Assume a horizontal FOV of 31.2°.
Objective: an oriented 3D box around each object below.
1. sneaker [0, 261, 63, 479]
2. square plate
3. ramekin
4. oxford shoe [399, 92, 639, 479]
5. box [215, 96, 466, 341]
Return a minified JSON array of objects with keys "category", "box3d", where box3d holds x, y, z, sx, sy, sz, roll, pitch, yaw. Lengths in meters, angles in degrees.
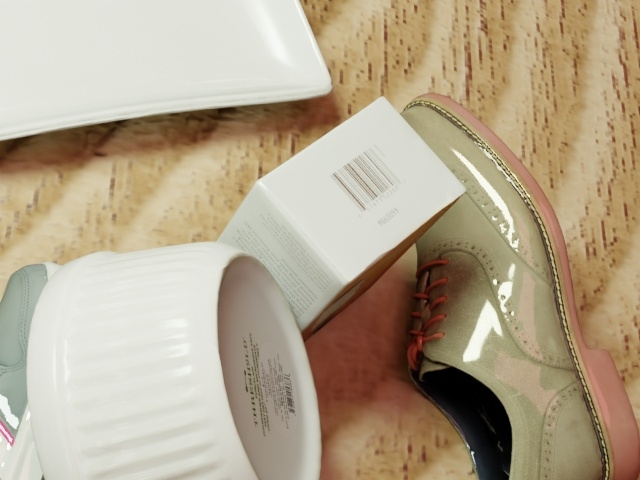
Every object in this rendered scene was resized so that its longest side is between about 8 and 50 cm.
[{"category":"sneaker","box3d":[-0.260,0.122,0.680,0.178,0.124,0.295,25,59,-22]},{"category":"square plate","box3d":[-0.200,-0.237,0.922,0.344,0.049,0.347,-12,71,-28]},{"category":"ramekin","box3d":[-0.078,0.097,0.705,0.109,0.207,0.207,-16,66,15]},{"category":"oxford shoe","box3d":[0.118,0.046,0.882,0.130,0.123,0.348,-17,72,-24]},{"category":"box","box3d":[0.000,0.000,0.819,0.130,0.170,0.091,-38,83,-33]}]
